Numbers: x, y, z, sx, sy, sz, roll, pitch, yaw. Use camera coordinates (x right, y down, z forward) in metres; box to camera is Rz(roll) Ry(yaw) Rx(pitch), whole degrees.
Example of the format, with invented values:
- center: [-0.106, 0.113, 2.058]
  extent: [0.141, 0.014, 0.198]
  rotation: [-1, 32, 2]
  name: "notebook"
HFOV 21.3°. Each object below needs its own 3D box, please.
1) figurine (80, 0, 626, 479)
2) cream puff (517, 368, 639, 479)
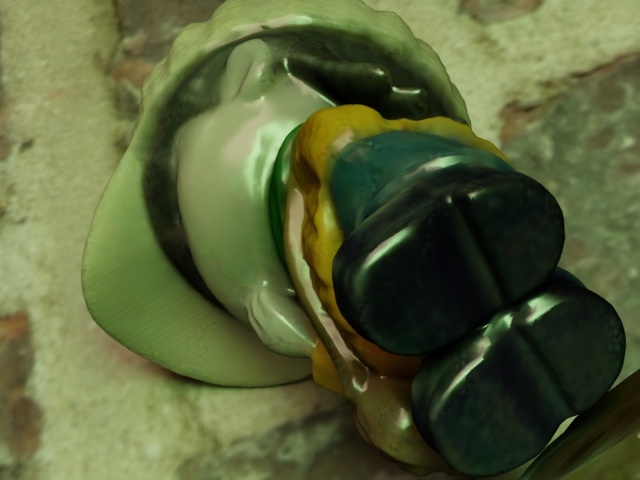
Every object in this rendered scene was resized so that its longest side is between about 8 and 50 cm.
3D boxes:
- center: [0.026, -0.016, 0.774]
  extent: [0.204, 0.185, 0.332]
  rotation: [-40, 25, -23]
  name: "figurine"
- center: [0.158, 0.118, 0.619]
  extent: [0.269, 0.155, 0.241]
  rotation: [-45, 1, 43]
  name: "cream puff"
